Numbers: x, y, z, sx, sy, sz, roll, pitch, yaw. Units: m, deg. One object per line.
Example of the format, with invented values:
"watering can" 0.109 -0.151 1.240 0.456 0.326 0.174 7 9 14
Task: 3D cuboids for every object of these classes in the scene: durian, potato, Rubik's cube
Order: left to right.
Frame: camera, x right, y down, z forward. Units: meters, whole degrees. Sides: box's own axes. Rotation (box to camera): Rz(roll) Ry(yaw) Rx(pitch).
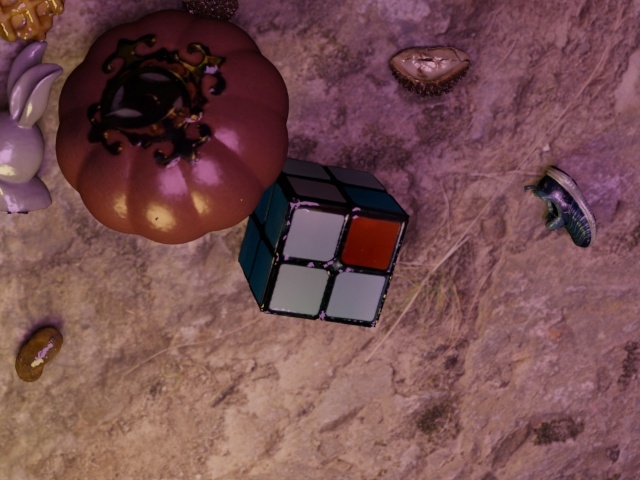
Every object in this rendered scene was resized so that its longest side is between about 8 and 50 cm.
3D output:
"potato" -0.405 0.163 1.910 0.092 0.045 0.046 -51 151 12
"durian" -0.144 -0.321 1.759 0.091 0.080 0.080 -40 126 -43
"Rubik's cube" 0.000 0.000 1.880 0.180 0.167 0.183 11 111 -20
"durian" 0.156 -0.237 1.898 0.130 0.052 0.066 -3 75 -17

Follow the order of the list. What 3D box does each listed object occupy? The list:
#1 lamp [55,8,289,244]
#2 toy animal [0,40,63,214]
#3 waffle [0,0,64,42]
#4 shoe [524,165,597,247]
"lamp" -0.183 -0.138 1.705 0.305 0.305 0.240 -28 159 -2
"toy animal" -0.408 -0.148 1.741 0.130 0.104 0.221 2 112 -15
"waffle" -0.395 -0.367 1.650 0.245 0.052 0.254 17 108 -38
"shoe" 0.367 -0.043 2.017 0.071 0.064 0.143 -34 114 0
